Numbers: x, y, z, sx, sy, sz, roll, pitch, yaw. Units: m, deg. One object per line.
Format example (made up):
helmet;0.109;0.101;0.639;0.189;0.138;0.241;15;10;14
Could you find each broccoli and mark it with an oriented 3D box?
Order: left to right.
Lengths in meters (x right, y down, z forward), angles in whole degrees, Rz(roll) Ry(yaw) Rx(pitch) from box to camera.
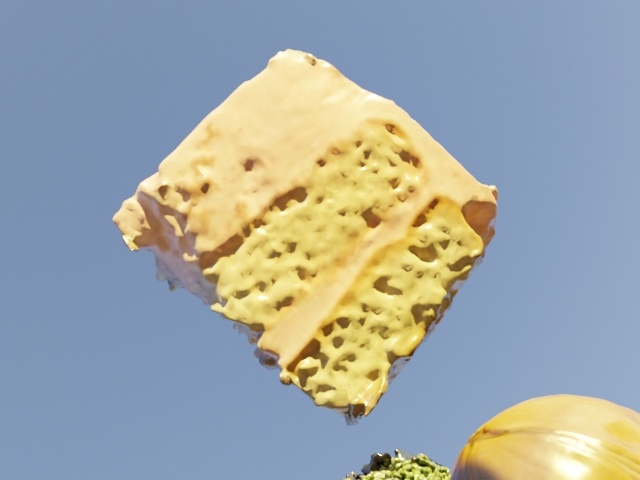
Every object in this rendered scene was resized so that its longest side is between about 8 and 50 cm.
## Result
broccoli;0.120;0.469;1.301;0.242;0.180;0.273;4;-59;-9

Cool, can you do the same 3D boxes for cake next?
cake;0.000;0.000;0.937;0.306;0.314;0.293;39;-100;6

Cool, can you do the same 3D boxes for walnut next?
walnut;0.179;0.194;0.550;0.207;0.167;0.167;41;-105;8
